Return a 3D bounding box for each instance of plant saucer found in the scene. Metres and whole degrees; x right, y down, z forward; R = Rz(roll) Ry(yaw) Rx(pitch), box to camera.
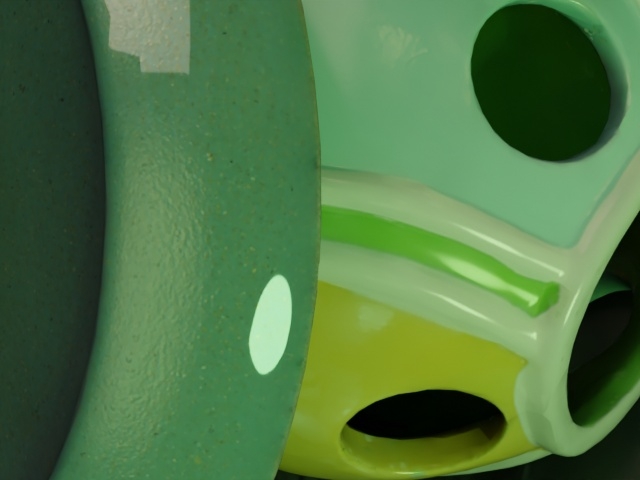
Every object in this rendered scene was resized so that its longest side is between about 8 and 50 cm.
[{"bbox_3d":[-0.122,-0.014,0.493,0.317,0.043,0.318,2,92,47],"label":"plant saucer"}]

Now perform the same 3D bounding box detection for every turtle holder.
[{"bbox_3d":[0.005,-0.018,0.554,0.227,0.243,0.320,28,43,28],"label":"turtle holder"}]
